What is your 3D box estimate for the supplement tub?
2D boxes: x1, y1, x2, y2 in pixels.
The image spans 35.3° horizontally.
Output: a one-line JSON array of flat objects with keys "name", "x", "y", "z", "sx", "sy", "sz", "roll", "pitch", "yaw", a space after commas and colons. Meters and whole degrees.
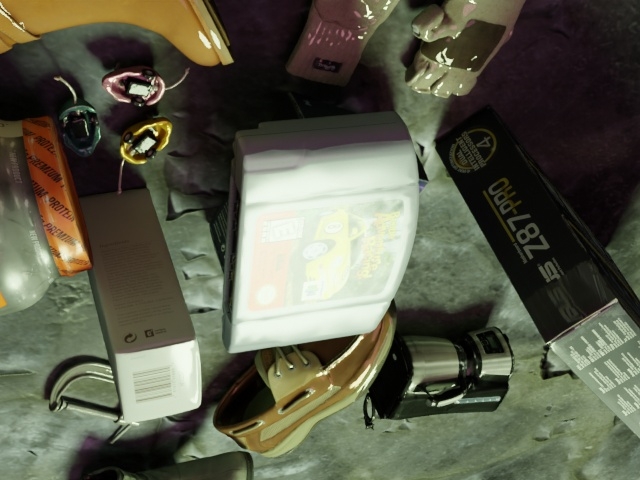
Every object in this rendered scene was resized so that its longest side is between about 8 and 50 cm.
[{"name": "supplement tub", "x": -0.383, "y": -0.004, "z": 0.924, "sx": 0.316, "sy": 0.193, "sz": 0.193, "roll": -16, "pitch": 137, "yaw": -9}]

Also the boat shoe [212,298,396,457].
[{"name": "boat shoe", "x": -0.028, "y": 0.174, "z": 1.322, "sx": 0.120, "sy": 0.122, "sz": 0.324, "roll": 21, "pitch": 122, "yaw": -32}]

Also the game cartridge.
[{"name": "game cartridge", "x": 0.000, "y": 0.000, "z": 1.047, "sx": 0.196, "sy": 0.060, "sz": 0.294, "roll": -10, "pitch": 136, "yaw": -19}]

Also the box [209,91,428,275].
[{"name": "box", "x": -0.007, "y": -0.041, "z": 1.120, "sx": 0.153, "sy": 0.108, "sz": 0.207, "roll": 11, "pitch": 128, "yaw": -32}]

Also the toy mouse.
[{"name": "toy mouse", "x": -0.208, "y": -0.134, "z": 0.992, "sx": 0.161, "sy": 0.031, "sz": 0.143, "roll": -43, "pitch": 135, "yaw": 19}]

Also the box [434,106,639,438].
[{"name": "box", "x": 0.316, "y": 0.059, "z": 1.211, "sx": 0.097, "sy": 0.318, "sz": 0.395, "roll": -36, "pitch": 137, "yaw": 13}]

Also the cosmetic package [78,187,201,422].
[{"name": "cosmetic package", "x": -0.191, "y": 0.062, "z": 1.049, "sx": 0.086, "sy": 0.231, "sz": 0.117, "roll": -10, "pitch": 137, "yaw": -15}]

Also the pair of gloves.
[{"name": "pair of gloves", "x": 0.099, "y": -0.239, "z": 1.017, "sx": 0.240, "sy": 0.042, "sz": 0.204, "roll": 3, "pitch": 135, "yaw": -24}]

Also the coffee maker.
[{"name": "coffee maker", "x": 0.167, "y": 0.196, "z": 1.452, "sx": 0.178, "sy": 0.120, "sz": 0.171, "roll": 0, "pitch": 156, "yaw": -23}]

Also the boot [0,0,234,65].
[{"name": "boot", "x": -0.226, "y": -0.203, "z": 0.854, "sx": 0.220, "sy": 0.109, "sz": 0.283, "roll": -36, "pitch": 135, "yaw": 11}]

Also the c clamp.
[{"name": "c clamp", "x": -0.289, "y": 0.213, "z": 1.314, "sx": 0.137, "sy": 0.022, "sz": 0.161, "roll": -41, "pitch": 136, "yaw": 19}]

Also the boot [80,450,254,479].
[{"name": "boot", "x": -0.219, "y": 0.341, "z": 1.386, "sx": 0.161, "sy": 0.083, "sz": 0.247, "roll": 20, "pitch": 146, "yaw": -39}]
